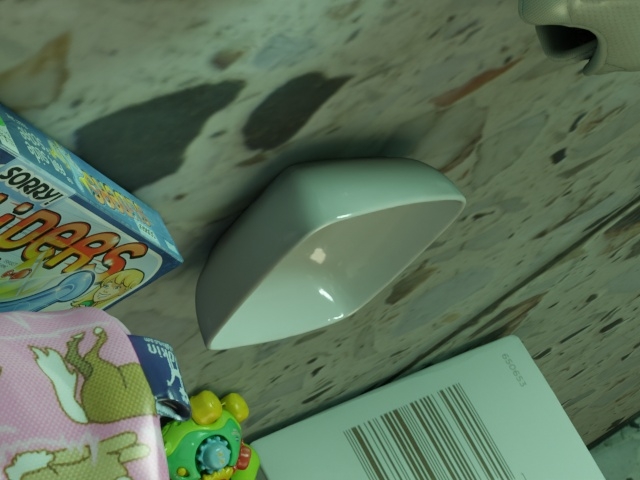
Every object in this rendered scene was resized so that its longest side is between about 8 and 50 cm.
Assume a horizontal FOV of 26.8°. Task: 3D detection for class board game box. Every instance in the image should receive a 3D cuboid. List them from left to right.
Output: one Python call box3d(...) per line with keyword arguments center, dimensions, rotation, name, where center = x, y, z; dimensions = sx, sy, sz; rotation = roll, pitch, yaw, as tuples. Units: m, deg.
box3d(center=(-0.158, 0.009, 0.600), dimensions=(0.136, 0.035, 0.201), rotation=(-32, 161, 6), name="board game box")

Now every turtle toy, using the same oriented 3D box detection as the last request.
box3d(center=(-0.090, 0.167, 1.042), dimensions=(0.095, 0.066, 0.130), rotation=(-35, 160, 14), name="turtle toy")

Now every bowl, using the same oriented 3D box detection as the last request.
box3d(center=(0.000, 0.000, 0.782), dimensions=(0.142, 0.053, 0.142), rotation=(-8, 151, -46), name="bowl")

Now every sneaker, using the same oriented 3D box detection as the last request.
box3d(center=(0.176, -0.127, 0.690), dimensions=(0.121, 0.099, 0.262), rotation=(-31, 155, 24), name="sneaker")

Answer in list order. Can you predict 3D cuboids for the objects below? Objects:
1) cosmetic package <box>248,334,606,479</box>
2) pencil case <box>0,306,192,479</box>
box3d(center=(0.082, 0.358, 1.373), dimensions=(0.329, 0.327, 0.393), rotation=(-20, 159, -28), name="cosmetic package")
box3d(center=(-0.235, 0.112, 0.477), dimensions=(0.386, 0.160, 0.167), rotation=(-2, 159, -35), name="pencil case")
